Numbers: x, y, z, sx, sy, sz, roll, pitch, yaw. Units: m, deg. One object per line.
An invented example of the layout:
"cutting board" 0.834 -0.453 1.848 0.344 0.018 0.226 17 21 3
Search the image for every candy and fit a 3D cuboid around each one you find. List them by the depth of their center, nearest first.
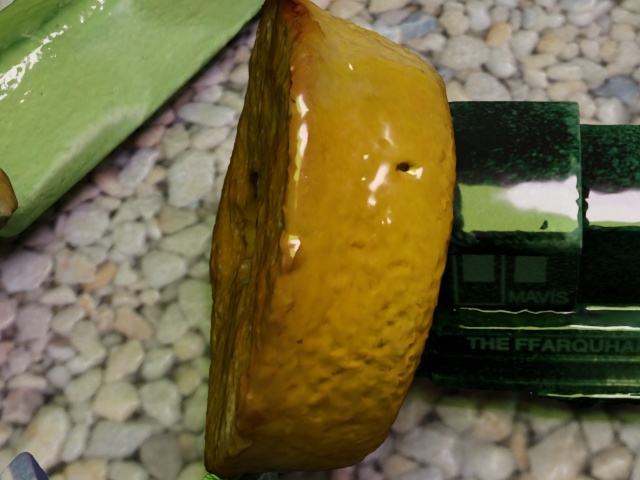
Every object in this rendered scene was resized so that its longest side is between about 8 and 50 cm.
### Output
"candy" -0.176 -0.148 1.033 0.343 0.132 0.142 -47 19 -26

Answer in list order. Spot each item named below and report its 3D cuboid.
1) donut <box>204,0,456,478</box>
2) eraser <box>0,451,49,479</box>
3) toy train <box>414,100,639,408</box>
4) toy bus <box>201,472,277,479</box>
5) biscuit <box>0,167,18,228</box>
"donut" 0.000 0.000 0.810 0.110 0.303 0.303 9 53 -10
"eraser" -0.143 0.231 0.767 0.036 0.082 0.225 -23 54 -8
"toy train" 0.204 0.008 0.829 0.330 0.178 0.138 0 53 9
"toy bus" -0.066 0.165 0.839 0.037 0.031 0.083 33 63 19
"biscuit" -0.357 0.044 0.876 0.329 0.078 0.335 9 75 36
